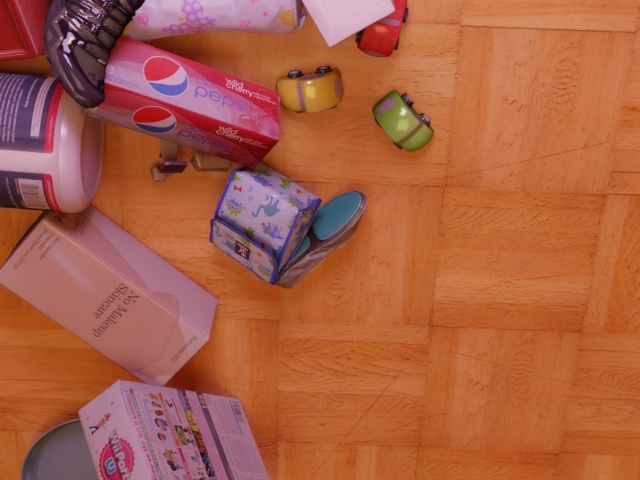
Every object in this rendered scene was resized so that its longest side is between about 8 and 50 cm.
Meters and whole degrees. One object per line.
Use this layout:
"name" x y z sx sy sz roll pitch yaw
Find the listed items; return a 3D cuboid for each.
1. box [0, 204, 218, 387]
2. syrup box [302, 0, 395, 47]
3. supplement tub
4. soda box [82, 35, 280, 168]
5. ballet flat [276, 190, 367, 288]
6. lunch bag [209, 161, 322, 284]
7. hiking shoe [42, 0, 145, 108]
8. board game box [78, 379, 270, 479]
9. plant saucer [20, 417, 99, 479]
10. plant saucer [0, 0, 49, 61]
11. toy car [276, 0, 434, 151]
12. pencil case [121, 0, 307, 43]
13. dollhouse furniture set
"box" -0.326 0.078 1.520 0.311 0.121 0.148 37 112 -16
"syrup box" 0.031 -0.332 1.241 0.093 0.237 0.096 -27 112 14
"supplement tub" -0.456 -0.141 1.374 0.272 0.191 0.191 5 117 -1
"soda box" -0.187 -0.190 1.347 0.263 0.092 0.083 16 146 -25
"ballet flat" 0.000 0.000 1.515 0.213 0.072 0.068 -37 138 19
"lunch bag" -0.092 -0.024 1.464 0.128 0.096 0.151 34 120 12
"hiking shoe" -0.277 -0.279 1.210 0.114 0.086 0.227 -9 81 17
"board game box" -0.211 0.351 1.522 0.097 0.224 0.303 -36 149 18
"plant saucer" -0.373 0.433 1.745 0.317 0.044 0.318 0 116 1
"plant saucer" -0.492 -0.307 1.254 0.258 0.048 0.259 -7 150 -3
"toy car" 0.082 -0.211 1.403 0.239 0.053 0.225 -39 109 19
"pencil case" -0.158 -0.331 1.314 0.273 0.113 0.124 -5 99 3
"dollhouse furniture set" -0.194 -0.139 1.472 0.114 0.091 0.081 -2 76 -22
